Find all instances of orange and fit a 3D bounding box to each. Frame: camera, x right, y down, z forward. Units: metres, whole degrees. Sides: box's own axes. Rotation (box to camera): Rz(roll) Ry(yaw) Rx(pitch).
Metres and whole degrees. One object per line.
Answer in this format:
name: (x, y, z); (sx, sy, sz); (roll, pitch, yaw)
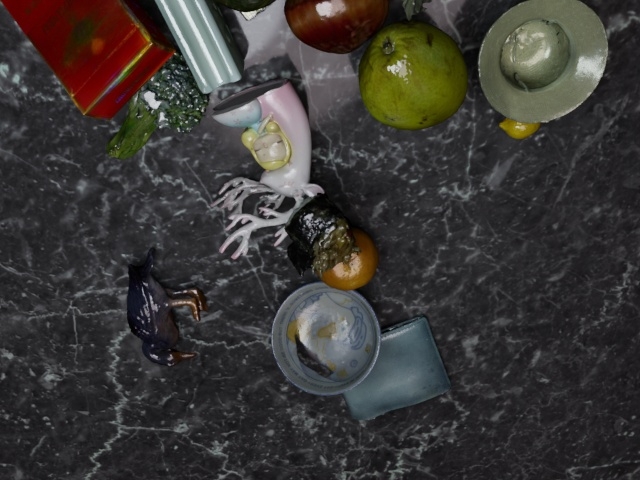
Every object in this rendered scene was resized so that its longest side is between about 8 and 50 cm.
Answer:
orange: (0.058, 0.041, 1.616); (0.155, 0.134, 0.154); (-1, 97, -12)

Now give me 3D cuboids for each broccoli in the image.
broccoli: (-0.371, -0.284, 1.413); (0.275, 0.177, 0.198); (-21, 123, 23)

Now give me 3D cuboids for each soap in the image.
soap: (-0.241, -0.432, 1.324); (0.088, 0.159, 0.265); (-21, 116, 8)

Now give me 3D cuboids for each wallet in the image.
wallet: (0.176, 0.341, 1.818); (0.291, 0.054, 0.251); (-21, 118, 7)

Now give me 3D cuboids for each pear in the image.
pear: (0.178, -0.321, 1.357); (0.212, 0.212, 0.269); (-34, 159, 14)

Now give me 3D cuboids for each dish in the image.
dish: (0.027, 0.240, 1.710); (0.273, 0.134, 0.273); (-2, 82, 17)

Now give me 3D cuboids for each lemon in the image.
lemon: (0.436, -0.254, 1.508); (0.092, 0.065, 0.065); (-5, 118, 0)

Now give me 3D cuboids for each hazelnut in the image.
hazelnut: (0.034, -0.444, 1.317); (0.204, 0.178, 0.178); (-24, 117, 15)

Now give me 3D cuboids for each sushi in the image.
sushi: (0.000, 0.000, 1.445); (0.147, 0.115, 0.212); (-36, 159, -10)

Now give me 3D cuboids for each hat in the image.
hat: (0.429, -0.377, 1.401); (0.257, 0.130, 0.257); (-2, 118, -3)

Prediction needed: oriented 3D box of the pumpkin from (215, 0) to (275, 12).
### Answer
pumpkin: (-0.147, -0.511, 1.205); (0.157, 0.223, 0.223); (-23, 120, 40)

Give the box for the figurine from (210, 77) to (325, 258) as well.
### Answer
figurine: (-0.132, -0.153, 1.477); (0.284, 0.206, 0.315); (-24, 110, 3)

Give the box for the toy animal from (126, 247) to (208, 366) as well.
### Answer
toy animal: (-0.379, 0.164, 1.658); (0.186, 0.122, 0.298); (-19, 116, 7)

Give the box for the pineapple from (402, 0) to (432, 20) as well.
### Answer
pineapple: (0.255, -0.565, 1.248); (0.223, 0.223, 0.357); (33, 112, -18)

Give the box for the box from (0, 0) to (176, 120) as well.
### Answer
box: (-0.439, -0.407, 1.288); (0.197, 0.089, 0.313); (-40, 80, 16)

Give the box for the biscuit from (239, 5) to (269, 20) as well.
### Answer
biscuit: (-0.093, -0.558, 1.325); (0.252, 0.052, 0.150); (-38, 108, 16)
